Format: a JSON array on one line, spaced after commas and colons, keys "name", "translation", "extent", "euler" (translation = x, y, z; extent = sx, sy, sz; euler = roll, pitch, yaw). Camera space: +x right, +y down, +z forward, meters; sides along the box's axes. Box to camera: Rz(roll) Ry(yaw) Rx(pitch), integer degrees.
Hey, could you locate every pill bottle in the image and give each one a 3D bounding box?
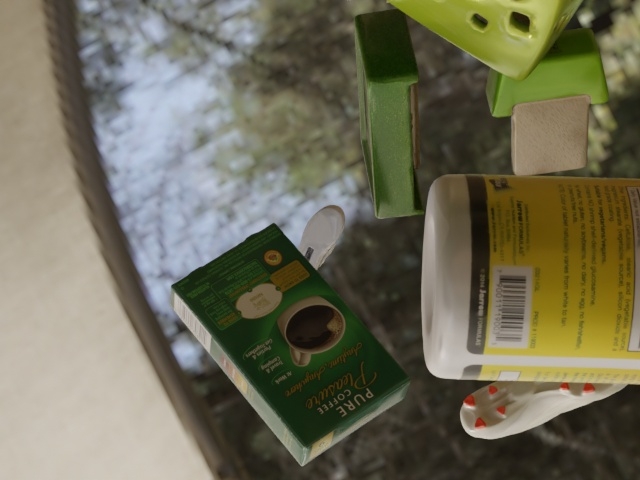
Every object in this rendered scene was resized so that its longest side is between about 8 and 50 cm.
[{"name": "pill bottle", "translation": [0.264, 0.036, 1.648], "extent": [0.188, 0.334, 0.188], "euler": [-178, 90, -88]}]

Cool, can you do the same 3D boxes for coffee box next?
[{"name": "coffee box", "translation": [-0.027, 0.083, 1.482], "extent": [0.184, 0.113, 0.040], "euler": [47, 153, 20]}]

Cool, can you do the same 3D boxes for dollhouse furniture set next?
[{"name": "dollhouse furniture set", "translation": [0.120, -0.187, 1.550], "extent": [0.151, 0.198, 0.301], "euler": [83, 179, -47]}]

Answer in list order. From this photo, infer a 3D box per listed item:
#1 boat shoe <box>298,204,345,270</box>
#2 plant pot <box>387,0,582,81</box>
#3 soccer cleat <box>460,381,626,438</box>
[{"name": "boat shoe", "translation": [0.000, 0.000, 1.849], "extent": [0.035, 0.100, 0.035], "euler": [29, -148, 6]}, {"name": "plant pot", "translation": [0.137, -0.287, 1.325], "extent": [0.227, 0.228, 0.207], "euler": [33, 163, -1]}, {"name": "soccer cleat", "translation": [0.237, 0.152, 1.878], "extent": [0.076, 0.196, 0.068], "euler": [35, -146, -63]}]
